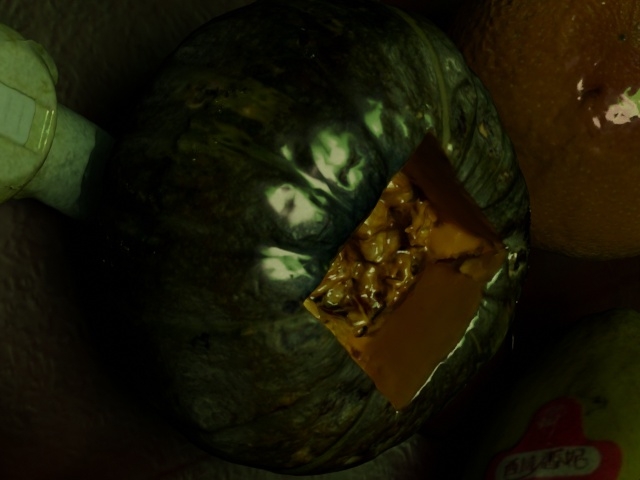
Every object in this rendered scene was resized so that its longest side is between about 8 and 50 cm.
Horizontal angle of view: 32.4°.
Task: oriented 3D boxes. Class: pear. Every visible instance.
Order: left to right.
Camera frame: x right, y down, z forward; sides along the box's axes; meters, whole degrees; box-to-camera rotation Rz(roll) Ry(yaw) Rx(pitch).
[{"bbox_3d":[0.256,0.203,0.898,0.287,0.287,0.375,45,36,-28],"label":"pear"}]

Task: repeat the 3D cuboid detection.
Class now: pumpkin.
[{"bbox_3d":[0.000,0.000,0.722,0.320,0.192,0.320,-13,113,-34],"label":"pumpkin"}]

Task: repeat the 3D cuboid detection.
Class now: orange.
[{"bbox_3d":[0.211,-0.106,0.883,0.264,0.264,0.264,2,87,-38],"label":"orange"}]

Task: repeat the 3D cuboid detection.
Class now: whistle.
[{"bbox_3d":[-0.195,-0.063,0.669,0.223,0.123,0.123,29,70,-56],"label":"whistle"}]
